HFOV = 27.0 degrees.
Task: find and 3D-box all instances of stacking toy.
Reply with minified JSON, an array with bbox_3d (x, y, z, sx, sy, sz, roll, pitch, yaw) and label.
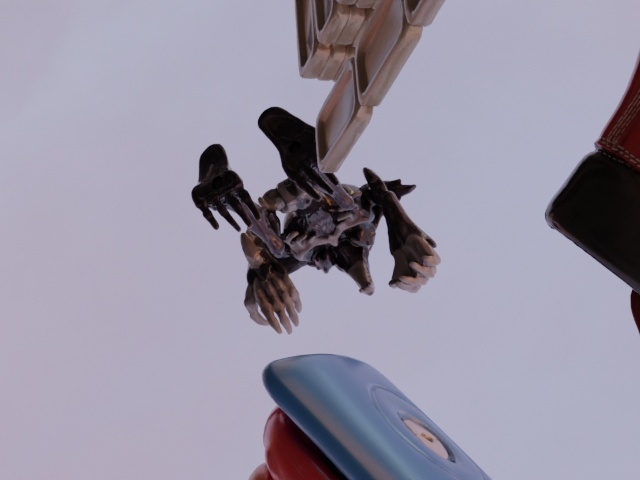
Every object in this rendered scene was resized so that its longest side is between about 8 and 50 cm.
[{"bbox_3d":[-0.029,0.231,0.817,0.166,0.175,0.302,44,-81,26],"label":"stacking toy"}]

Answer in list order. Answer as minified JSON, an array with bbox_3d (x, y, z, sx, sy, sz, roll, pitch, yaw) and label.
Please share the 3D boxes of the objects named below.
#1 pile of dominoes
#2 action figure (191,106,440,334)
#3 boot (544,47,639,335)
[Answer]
[{"bbox_3d":[0.041,-0.158,0.531,0.040,0.251,0.196,4,-115,-16],"label":"pile of dominoes"},{"bbox_3d":[0.000,0.000,1.081,0.164,0.276,0.141,-27,-114,12],"label":"action figure"},{"bbox_3d":[0.213,-0.003,0.483,0.176,0.244,0.088,-64,-179,6],"label":"boot"}]
